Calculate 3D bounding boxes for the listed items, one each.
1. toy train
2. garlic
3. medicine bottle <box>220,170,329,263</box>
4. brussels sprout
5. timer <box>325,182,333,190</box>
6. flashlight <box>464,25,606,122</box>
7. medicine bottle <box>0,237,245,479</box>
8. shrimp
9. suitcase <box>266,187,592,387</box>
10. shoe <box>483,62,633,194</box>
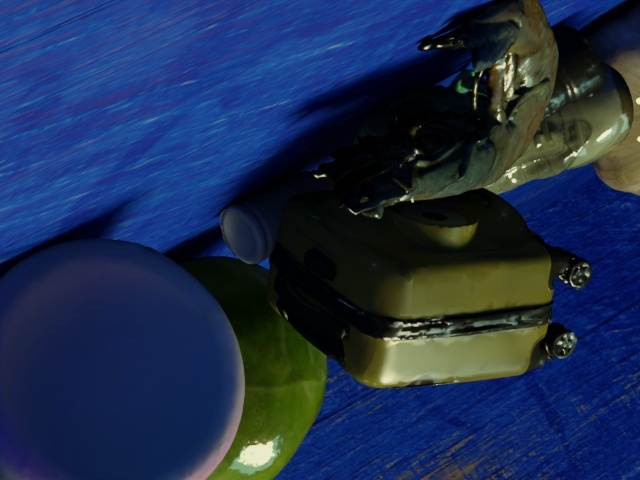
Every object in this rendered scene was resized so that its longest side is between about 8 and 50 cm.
[{"bbox_3d":[0.098,-0.096,1.702,0.149,0.099,0.081,-11,120,-48],"label":"toy train"},{"bbox_3d":[0.347,-0.159,2.023,0.218,0.218,0.212,-32,-155,10],"label":"garlic"},{"bbox_3d":[-0.037,-0.020,1.751,0.089,0.057,0.057,-28,173,-32],"label":"medicine bottle"},{"bbox_3d":[-0.114,0.126,1.842,0.244,0.244,0.244,-31,174,-4],"label":"brussels sprout"},{"bbox_3d":[0.000,0.000,1.937,0.132,0.132,0.152,-27,-164,-31],"label":"timer"},{"bbox_3d":[0.154,-0.113,1.831,0.232,0.093,0.093,-34,174,-3],"label":"flashlight"},{"bbox_3d":[-0.204,0.143,1.551,0.212,0.212,0.325,-28,174,-28],"label":"medicine bottle"},{"bbox_3d":[0.112,-0.106,1.563,0.289,0.075,0.178,-14,130,-45],"label":"shrimp"},{"bbox_3d":[0.086,0.024,1.696,0.235,0.194,0.143,-3,114,-34],"label":"suitcase"},{"bbox_3d":[0.177,-0.094,1.932,0.275,0.103,0.098,-27,173,34],"label":"shoe"}]
